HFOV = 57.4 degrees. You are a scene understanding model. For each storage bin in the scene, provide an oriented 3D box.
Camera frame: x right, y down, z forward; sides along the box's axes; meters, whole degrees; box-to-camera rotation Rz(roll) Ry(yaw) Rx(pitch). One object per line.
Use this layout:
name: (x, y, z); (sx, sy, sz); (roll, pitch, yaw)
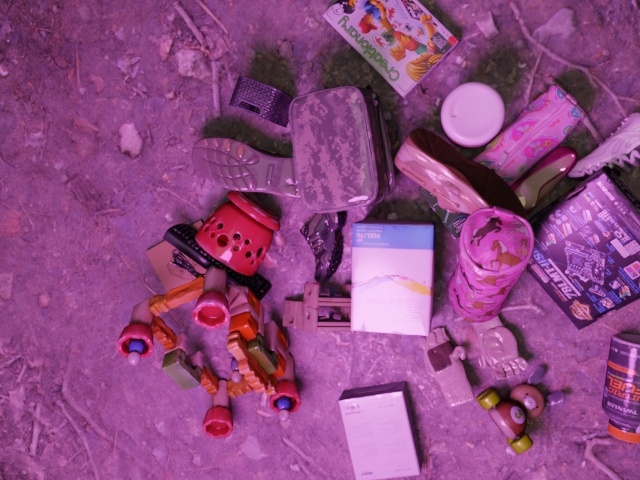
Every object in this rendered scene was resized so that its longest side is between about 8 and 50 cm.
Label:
storage bin: (-0.148, -0.361, 1.528); (0.122, 0.180, 0.084); (23, 100, 9)

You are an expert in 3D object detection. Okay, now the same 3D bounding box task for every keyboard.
keyboard: (-0.285, 0.066, 1.573); (0.317, 0.201, 0.033); (35, 115, 0)

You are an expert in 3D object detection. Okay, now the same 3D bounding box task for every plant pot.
plant pot: (-0.211, -0.025, 1.572); (0.191, 0.191, 0.174); (38, 95, 6)

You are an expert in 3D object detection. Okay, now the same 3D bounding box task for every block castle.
block castle: (-0.263, 0.315, 1.499); (0.303, 0.213, 0.453); (-23, 125, 12)

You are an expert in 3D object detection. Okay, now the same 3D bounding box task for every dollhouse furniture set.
dollhouse furniture set: (-0.005, 0.177, 1.586); (0.129, 0.183, 0.129); (5, 86, -29)

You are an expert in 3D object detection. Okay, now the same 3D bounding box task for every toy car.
toy car: (0.521, 0.415, 1.485); (0.188, 0.149, 0.155); (-36, 77, 2)

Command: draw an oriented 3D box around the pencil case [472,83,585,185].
pencil case: (0.502, -0.243, 1.431); (0.284, 0.124, 0.124); (-43, 86, 12)

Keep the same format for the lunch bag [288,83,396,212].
lunch bag: (0.071, -0.230, 1.457); (0.212, 0.256, 0.305); (-8, 95, 22)

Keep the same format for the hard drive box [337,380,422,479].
hard drive box: (0.163, 0.519, 1.589); (0.181, 0.089, 0.232); (-11, 92, 13)

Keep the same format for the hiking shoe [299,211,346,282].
hiking shoe: (0.000, 0.000, 1.591); (0.114, 0.086, 0.227); (11, 92, 25)

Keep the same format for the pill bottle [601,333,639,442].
pill bottle: (0.764, 0.361, 1.424); (0.130, 0.130, 0.246); (6, 96, 12)

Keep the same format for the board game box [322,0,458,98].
board game box: (0.179, -0.542, 1.506); (0.305, 0.053, 0.193); (46, 103, 5)

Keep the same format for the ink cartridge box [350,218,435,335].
ink cartridge box: (0.189, 0.086, 1.488); (0.197, 0.198, 0.270); (2, 95, 12)

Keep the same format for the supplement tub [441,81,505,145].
supplement tub: (0.364, -0.297, 1.414); (0.144, 0.199, 0.144); (1, 95, 11)

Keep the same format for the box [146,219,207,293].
box: (-0.388, 0.058, 1.700); (0.201, 0.021, 0.164); (-29, 89, 12)

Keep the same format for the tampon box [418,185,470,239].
tampon box: (0.343, -0.103, 1.486); (0.120, 0.101, 0.161); (-36, 86, 12)

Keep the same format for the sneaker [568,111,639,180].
sneaker: (0.728, -0.229, 1.385); (0.292, 0.110, 0.118); (-24, 73, 27)

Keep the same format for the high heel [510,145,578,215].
high heel: (0.531, -0.128, 1.430); (0.082, 0.117, 0.244); (45, 108, 2)

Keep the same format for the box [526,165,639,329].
box: (0.650, 0.025, 1.398); (0.295, 0.073, 0.293); (51, 127, 5)

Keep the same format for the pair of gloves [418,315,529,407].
pair of gloves: (0.389, 0.296, 1.518); (0.240, 0.042, 0.204); (-31, 65, 7)

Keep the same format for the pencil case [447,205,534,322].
pencil case: (0.384, 0.066, 1.351); (0.160, 0.386, 0.167); (-21, 67, 0)

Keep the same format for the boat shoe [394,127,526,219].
boat shoe: (0.330, -0.127, 1.388); (0.341, 0.121, 0.110); (40, 137, 9)

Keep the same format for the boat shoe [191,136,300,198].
boat shoe: (-0.170, -0.187, 1.574); (0.355, 0.130, 0.132); (17, 96, 4)
